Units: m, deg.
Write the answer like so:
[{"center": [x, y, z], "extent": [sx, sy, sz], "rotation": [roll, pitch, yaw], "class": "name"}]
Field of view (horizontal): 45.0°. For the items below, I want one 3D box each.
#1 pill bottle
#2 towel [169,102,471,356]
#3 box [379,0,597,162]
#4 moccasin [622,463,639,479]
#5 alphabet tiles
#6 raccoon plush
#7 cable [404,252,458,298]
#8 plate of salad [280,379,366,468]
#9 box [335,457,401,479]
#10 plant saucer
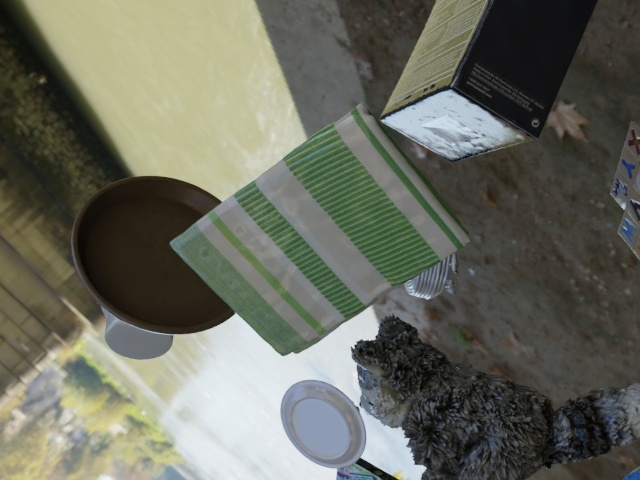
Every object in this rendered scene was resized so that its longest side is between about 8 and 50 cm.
[{"center": [-0.339, 0.077, 1.517], "extent": [0.302, 0.169, 0.169], "rotation": [-94, -18, -44], "class": "pill bottle"}, {"center": [0.000, 0.000, 1.028], "extent": [0.248, 0.324, 0.038], "rotation": [48, -159, -19], "class": "towel"}, {"center": [0.285, -0.316, 1.324], "extent": [0.182, 0.294, 0.296], "rotation": [27, 171, -15], "class": "box"}, {"center": [0.309, 0.314, 0.652], "extent": [0.137, 0.116, 0.342], "rotation": [29, 133, 54], "class": "moccasin"}, {"center": [0.620, -0.051, 1.365], "extent": [0.343, 0.011, 0.285], "rotation": [-110, 15, -47], "class": "alphabet tiles"}, {"center": [0.264, 0.215, 1.227], "extent": [0.299, 0.446, 0.216], "rotation": [63, -166, 3], "class": "raccoon plush"}, {"center": [0.252, 0.015, 1.887], "extent": [0.089, 0.257, 0.257], "rotation": [0, 159, -8], "class": "cable"}, {"center": [0.008, 0.369, 1.567], "extent": [0.199, 0.048, 0.200], "rotation": [11, 113, 27], "class": "plate of salad"}, {"center": [0.122, 0.610, 1.891], "extent": [0.207, 0.036, 0.114], "rotation": [16, 106, 45], "class": "box"}, {"center": [-0.232, 0.023, 1.156], "extent": [0.278, 0.278, 0.041], "rotation": [41, 138, 5], "class": "plant saucer"}]
